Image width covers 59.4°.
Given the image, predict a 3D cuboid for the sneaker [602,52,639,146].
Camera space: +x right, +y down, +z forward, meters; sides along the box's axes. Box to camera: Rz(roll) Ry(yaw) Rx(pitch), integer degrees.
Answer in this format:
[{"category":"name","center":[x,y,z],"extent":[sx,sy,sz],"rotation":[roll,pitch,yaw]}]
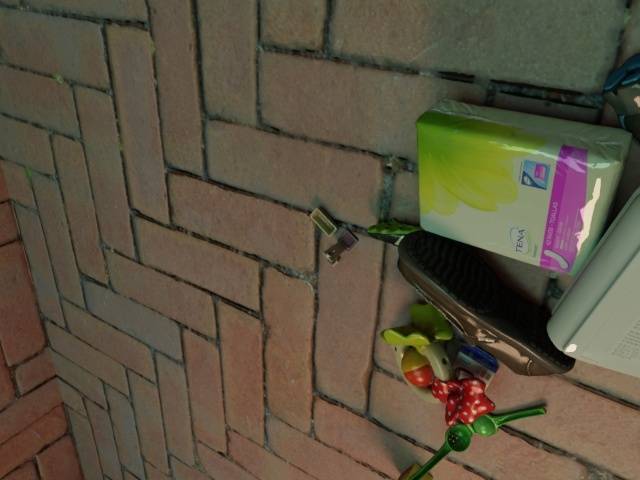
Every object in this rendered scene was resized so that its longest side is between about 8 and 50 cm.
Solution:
[{"category":"sneaker","center":[0.536,-0.211,0.671],"extent":[0.340,0.125,0.140],"rotation":[-18,118,47]}]

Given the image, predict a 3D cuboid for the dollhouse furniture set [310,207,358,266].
[{"category":"dollhouse furniture set","center":[0.000,0.000,1.193],"extent":[0.114,0.081,0.091],"rotation":[47,132,7]}]

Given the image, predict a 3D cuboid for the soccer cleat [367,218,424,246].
[{"category":"soccer cleat","center":[0.172,0.001,1.081],"extent":[0.178,0.060,0.072],"rotation":[7,118,32]}]

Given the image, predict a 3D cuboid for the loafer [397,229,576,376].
[{"category":"loafer","center":[0.272,0.130,1.001],"extent":[0.366,0.134,0.130],"rotation":[40,137,2]}]

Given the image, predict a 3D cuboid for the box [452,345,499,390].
[{"category":"box","center":[0.306,0.277,1.146],"extent":[0.081,0.028,0.136],"rotation":[30,130,22]}]

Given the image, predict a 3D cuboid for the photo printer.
[{"category":"photo printer","center":[0.502,0.059,0.774],"extent":[0.255,0.107,0.308],"rotation":[15,126,-2]}]

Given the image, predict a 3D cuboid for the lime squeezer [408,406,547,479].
[{"category":"lime squeezer","center":[0.315,0.399,1.162],"extent":[0.310,0.110,0.059],"rotation":[-33,73,13]}]

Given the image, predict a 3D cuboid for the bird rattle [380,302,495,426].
[{"category":"bird rattle","center":[0.229,0.254,1.138],"extent":[0.254,0.143,0.207],"rotation":[57,155,5]}]

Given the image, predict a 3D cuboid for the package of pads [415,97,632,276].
[{"category":"package of pads","center":[0.298,-0.082,0.880],"extent":[0.296,0.101,0.229],"rotation":[20,140,29]}]

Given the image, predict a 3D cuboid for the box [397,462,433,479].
[{"category":"box","center":[0.173,0.625,1.291],"extent":[0.058,0.232,0.087],"rotation":[41,132,12]}]
